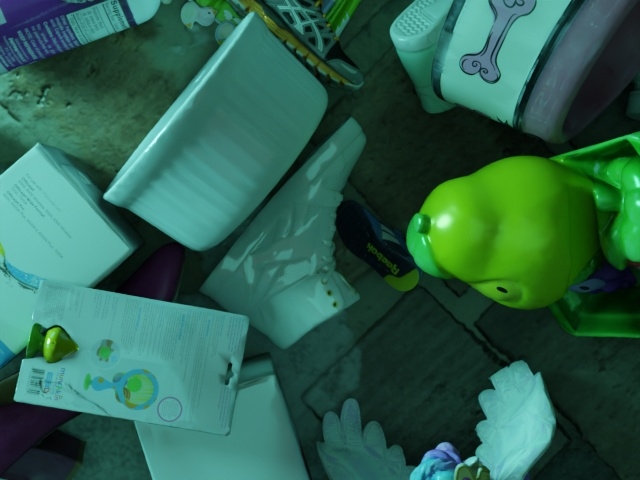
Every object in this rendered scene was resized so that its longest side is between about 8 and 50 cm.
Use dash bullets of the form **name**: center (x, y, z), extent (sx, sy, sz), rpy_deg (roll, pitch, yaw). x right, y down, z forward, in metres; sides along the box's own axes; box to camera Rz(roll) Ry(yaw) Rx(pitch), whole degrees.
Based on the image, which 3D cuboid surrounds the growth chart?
- **growth chart**: center (-0.070, -0.318, 1.290), extent (0.237, 0.021, 0.172), rpy_deg (26, 91, -5)

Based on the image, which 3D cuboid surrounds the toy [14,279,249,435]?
- **toy**: center (-0.210, 0.134, 1.136), extent (0.237, 0.056, 0.136), rpy_deg (11, 77, -10)

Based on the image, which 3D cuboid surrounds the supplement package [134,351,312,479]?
- **supplement package**: center (-0.097, 0.311, 1.239), extent (0.175, 0.177, 0.292), rpy_deg (-18, 95, -4)

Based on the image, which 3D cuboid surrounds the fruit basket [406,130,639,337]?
- **fruit basket**: center (0.297, 0.004, 1.161), extent (0.392, 0.392, 0.282), rpy_deg (-30, 95, -3)

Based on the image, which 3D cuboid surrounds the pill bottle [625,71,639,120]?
- **pill bottle**: center (0.451, -0.247, 1.289), extent (0.112, 0.112, 0.186), rpy_deg (10, 91, -5)

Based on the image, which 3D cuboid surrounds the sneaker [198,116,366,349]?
- **sneaker**: center (0.000, 0.000, 1.270), extent (0.169, 0.108, 0.292), rpy_deg (39, 99, -3)

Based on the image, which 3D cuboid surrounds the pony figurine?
- **pony figurine**: center (0.180, 0.334, 1.211), extent (0.303, 0.351, 0.363), rpy_deg (-20, 113, 0)

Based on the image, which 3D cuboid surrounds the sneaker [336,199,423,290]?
- **sneaker**: center (0.078, 0.005, 1.305), extent (0.144, 0.059, 0.053), rpy_deg (48, 120, 10)

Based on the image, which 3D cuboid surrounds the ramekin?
- **ramekin**: center (-0.115, -0.119, 1.175), extent (0.135, 0.277, 0.277), rpy_deg (38, 89, -13)

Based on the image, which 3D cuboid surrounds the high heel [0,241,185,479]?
- **high heel**: center (-0.317, 0.137, 1.233), extent (0.181, 0.127, 0.377), rpy_deg (30, 93, -16)

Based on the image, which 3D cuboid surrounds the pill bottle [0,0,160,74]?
- **pill bottle**: center (-0.296, -0.320, 1.197), extent (0.302, 0.169, 0.169), rpy_deg (-22, 94, -3)

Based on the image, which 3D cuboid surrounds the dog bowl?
- **dog bowl**: center (0.307, -0.282, 1.104), extent (0.150, 0.408, 0.408), rpy_deg (40, 89, 16)

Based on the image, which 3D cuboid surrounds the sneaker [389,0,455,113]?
- **sneaker**: center (0.194, -0.275, 1.295), extent (0.256, 0.094, 0.151), rpy_deg (-44, 136, -22)

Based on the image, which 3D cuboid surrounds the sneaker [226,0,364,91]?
- **sneaker**: center (-0.022, -0.269, 1.246), extent (0.215, 0.084, 0.083), rpy_deg (42, 86, -4)

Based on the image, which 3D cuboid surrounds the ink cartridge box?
- **ink cartridge box**: center (-0.355, 0.020, 1.207), extent (0.233, 0.171, 0.168), rpy_deg (-41, 96, -2)
